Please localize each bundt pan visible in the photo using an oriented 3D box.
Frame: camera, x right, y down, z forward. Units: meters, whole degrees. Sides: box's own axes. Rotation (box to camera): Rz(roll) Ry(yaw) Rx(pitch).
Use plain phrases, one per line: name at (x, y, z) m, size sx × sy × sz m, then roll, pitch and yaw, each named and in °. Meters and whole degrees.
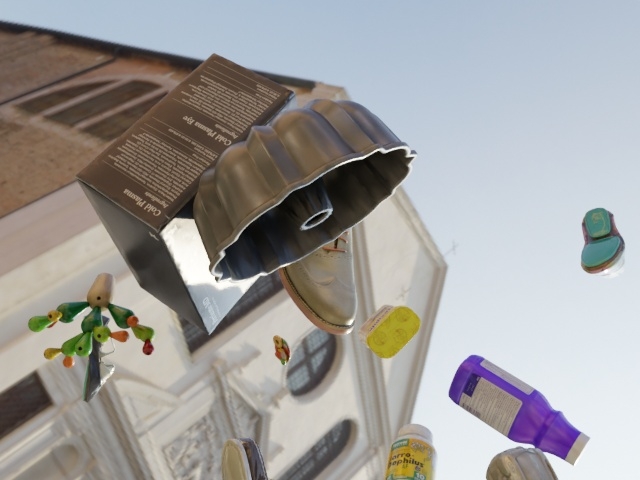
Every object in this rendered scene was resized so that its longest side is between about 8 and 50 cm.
bundt pan at (-0.036, -0.077, 0.968) m, size 0.124 × 0.331 × 0.331 m, roll 58°, pitch -32°, yaw 15°

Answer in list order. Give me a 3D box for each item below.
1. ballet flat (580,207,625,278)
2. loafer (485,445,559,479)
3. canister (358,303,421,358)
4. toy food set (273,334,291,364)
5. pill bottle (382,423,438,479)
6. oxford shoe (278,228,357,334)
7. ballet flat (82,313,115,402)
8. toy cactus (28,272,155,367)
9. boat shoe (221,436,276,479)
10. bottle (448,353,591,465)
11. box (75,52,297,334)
ballet flat at (0.508, 0.018, 1.237) m, size 0.077 × 0.221 × 0.079 m, roll -18°, pitch -69°, yaw 26°
loafer at (0.367, 0.464, 1.044) m, size 0.112 × 0.112 × 0.319 m, roll 117°, pitch -40°, yaw -50°
canister at (0.153, 0.204, 1.589) m, size 0.073 × 0.126 × 0.170 m, roll 45°, pitch -6°, yaw -3°
toy food set at (-0.115, 0.328, 2.065) m, size 0.083 × 0.020 × 0.083 m, roll 34°, pitch -54°, yaw 42°
pill bottle at (0.208, 0.522, 1.581) m, size 0.118 × 0.208 × 0.117 m, roll 7°, pitch -61°, yaw 12°
oxford shoe at (0.000, 0.000, 1.361) m, size 0.146 × 0.141 × 0.396 m, roll -55°, pitch -141°, yaw 37°
ballet flat at (-0.494, 0.263, 1.544) m, size 0.074 × 0.074 × 0.203 m, roll 5°, pitch -86°, yaw 49°
toy cactus at (-0.401, 0.142, 1.249) m, size 0.219 × 0.180 × 0.112 m, roll 0°, pitch -45°, yaw 0°
boat shoe at (-0.111, 0.513, 1.309) m, size 0.117 × 0.097 × 0.324 m, roll 8°, pitch -70°, yaw 58°
bottle at (0.402, 0.347, 1.405) m, size 0.283 × 0.092 × 0.118 m, roll 30°, pitch -56°, yaw 28°
box at (-0.185, -0.069, 1.162) m, size 0.179 × 0.312 × 0.343 m, roll 30°, pitch -26°, yaw 22°
